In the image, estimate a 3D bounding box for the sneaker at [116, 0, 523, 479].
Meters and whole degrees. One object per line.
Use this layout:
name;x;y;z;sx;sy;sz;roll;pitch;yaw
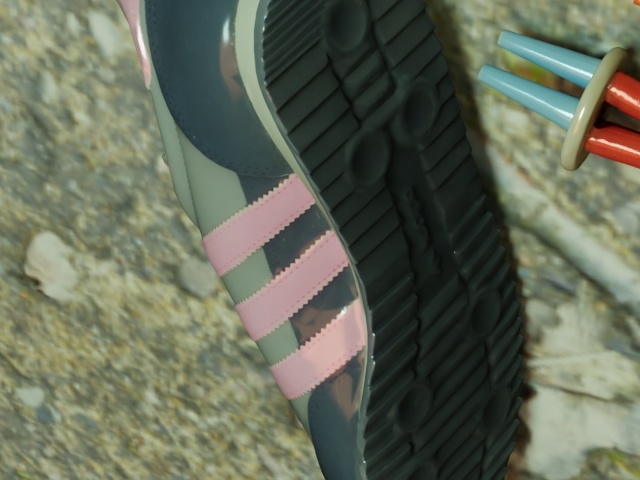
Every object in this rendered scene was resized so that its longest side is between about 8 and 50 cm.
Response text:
sneaker;0.000;0.000;0.861;0.131;0.112;0.319;20;135;42

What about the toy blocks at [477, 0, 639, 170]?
toy blocks;0.137;-0.065;0.739;0.148;0.054;0.123;25;136;13
